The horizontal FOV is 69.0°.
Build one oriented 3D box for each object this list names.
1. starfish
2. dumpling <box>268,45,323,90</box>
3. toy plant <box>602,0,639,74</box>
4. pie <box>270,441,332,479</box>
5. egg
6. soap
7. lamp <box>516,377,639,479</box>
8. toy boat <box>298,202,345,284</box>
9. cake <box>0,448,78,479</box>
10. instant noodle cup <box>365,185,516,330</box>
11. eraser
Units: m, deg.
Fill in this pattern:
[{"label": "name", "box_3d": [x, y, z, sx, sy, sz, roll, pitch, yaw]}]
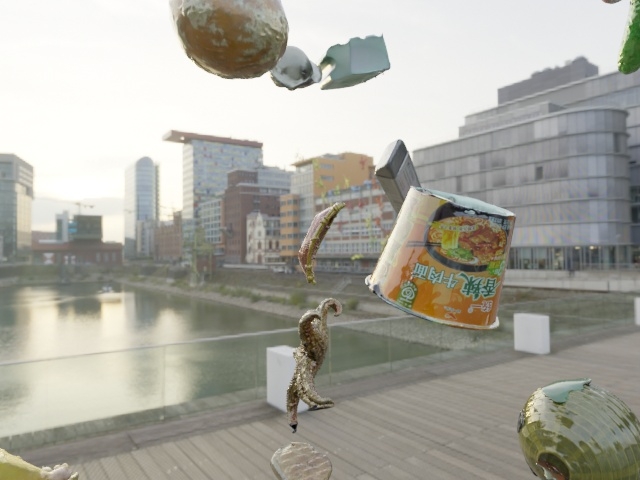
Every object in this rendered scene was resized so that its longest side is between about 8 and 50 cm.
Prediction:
[{"label": "starfish", "box_3d": [-0.019, 0.291, 1.138, 0.113, 0.311, 0.303, 12, 29, -4]}, {"label": "dumpling", "box_3d": [-0.075, -0.440, 1.221, 0.188, 0.127, 0.108, -11, -26, -36]}, {"label": "toy plant", "box_3d": [0.809, -0.664, 1.186, 0.211, 0.356, 0.317, -27, -14, -28]}, {"label": "pie", "box_3d": [-0.054, 0.705, 1.450, 0.195, 0.046, 0.195, 6, 18, -2]}, {"label": "egg", "box_3d": [-0.168, -0.403, 0.863, 0.245, 0.203, 0.203, 34, 11, 20]}, {"label": "soap", "box_3d": [0.082, -0.464, 1.229, 0.145, 0.091, 0.230, -13, 11, -10]}, {"label": "lamp", "box_3d": [0.537, 0.434, 0.981, 0.284, 0.250, 0.250, -18, 10, -39]}, {"label": "toy boat", "box_3d": [-0.007, -0.001, 1.699, 0.099, 0.317, 0.141, 21, 2, 8]}, {"label": "cake", "box_3d": [-0.366, 0.274, 0.392, 0.223, 0.227, 0.285, 9, -38, 17]}, {"label": "instant noodle cup", "box_3d": [0.208, 0.019, 0.770, 0.231, 0.182, 0.230, 14, 14, -4]}, {"label": "eraser", "box_3d": [0.211, -0.147, 1.215, 0.061, 0.089, 0.352, 23, -11, 28]}]
